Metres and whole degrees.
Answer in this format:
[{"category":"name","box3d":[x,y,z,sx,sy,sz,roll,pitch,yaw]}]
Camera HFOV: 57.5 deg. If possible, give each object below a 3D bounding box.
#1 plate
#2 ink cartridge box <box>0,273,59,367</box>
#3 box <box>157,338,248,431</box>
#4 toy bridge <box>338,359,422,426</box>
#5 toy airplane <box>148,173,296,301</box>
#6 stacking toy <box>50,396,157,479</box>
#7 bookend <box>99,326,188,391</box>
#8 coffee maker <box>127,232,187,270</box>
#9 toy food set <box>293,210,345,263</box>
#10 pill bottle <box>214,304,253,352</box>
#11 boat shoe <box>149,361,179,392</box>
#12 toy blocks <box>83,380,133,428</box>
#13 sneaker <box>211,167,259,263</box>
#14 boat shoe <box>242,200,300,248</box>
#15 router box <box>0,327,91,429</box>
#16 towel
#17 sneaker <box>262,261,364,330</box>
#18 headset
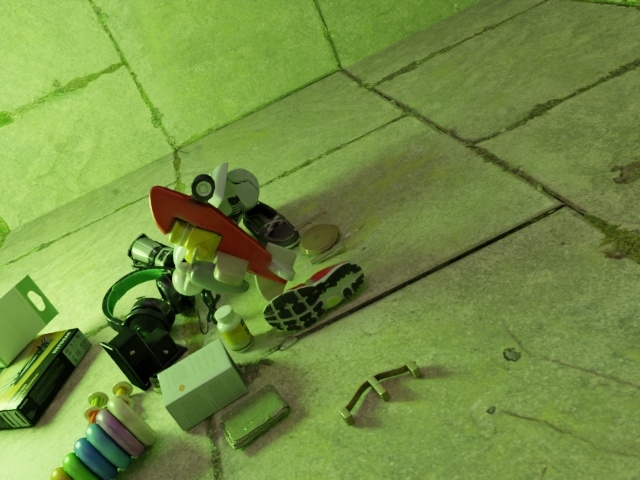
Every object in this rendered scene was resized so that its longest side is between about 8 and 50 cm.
[{"category":"plate","box3d":[-0.377,-0.092,1.800,0.277,0.045,0.278,-53,21,22]},{"category":"ink cartridge box","box3d":[-0.932,0.240,1.761,0.056,0.171,0.235,-9,32,30]},{"category":"box","box3d":[-0.276,0.333,1.357,0.170,0.091,0.130,-30,30,-9]},{"category":"toy bridge","box3d":[0.117,0.299,1.181,0.188,0.026,0.063,-32,29,-13]},{"category":"toy airplane","box3d":[-0.253,0.044,1.495,0.272,0.386,0.384,-48,60,0]},{"category":"stacking toy","box3d":[-0.516,0.499,1.244,0.330,0.141,0.141,-45,35,-24]},{"category":"bookend","box3d":[-0.456,0.278,1.519,0.072,0.156,0.157,7,42,44]},{"category":"coffee maker","box3d":[-0.516,0.065,1.928,0.178,0.171,0.120,21,90,29]},{"category":"toy food set","box3d":[0.000,0.000,1.746,0.132,0.038,0.192,-28,41,2]},{"category":"pill bottle","box3d":[-0.220,0.222,1.468,0.065,0.116,0.065,-19,31,12]},{"category":"boat shoe","box3d":[-0.355,0.332,1.462,0.152,0.049,0.056,-27,29,-3]},{"category":"toy blocks","box3d":[-0.527,0.428,1.434,0.123,0.054,0.148,-24,30,2]},{"category":"sneaker","box3d":[-0.330,-0.071,1.905,0.210,0.137,0.366,-37,27,44]},{"category":"boat shoe","box3d":[-0.181,-0.058,1.909,0.112,0.095,0.335,-35,31,-17]},{"category":"router box","box3d":[-0.854,0.401,1.697,0.243,0.081,0.309,-13,31,22]},{"category":"towel","box3d":[-0.144,0.378,1.252,0.148,0.027,0.110,-35,30,-15]},{"category":"sneaker","box3d":[-0.017,0.140,1.496,0.279,0.107,0.118,-26,11,-8]},{"category":"headset","box3d":[-0.452,0.167,1.663,0.394,0.185,0.243,13,45,24]}]
